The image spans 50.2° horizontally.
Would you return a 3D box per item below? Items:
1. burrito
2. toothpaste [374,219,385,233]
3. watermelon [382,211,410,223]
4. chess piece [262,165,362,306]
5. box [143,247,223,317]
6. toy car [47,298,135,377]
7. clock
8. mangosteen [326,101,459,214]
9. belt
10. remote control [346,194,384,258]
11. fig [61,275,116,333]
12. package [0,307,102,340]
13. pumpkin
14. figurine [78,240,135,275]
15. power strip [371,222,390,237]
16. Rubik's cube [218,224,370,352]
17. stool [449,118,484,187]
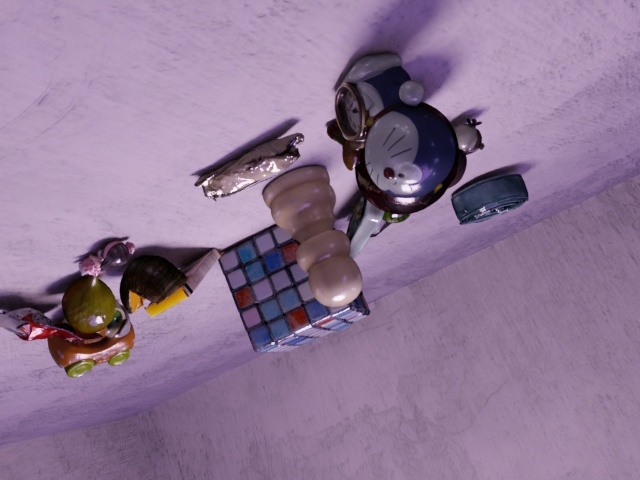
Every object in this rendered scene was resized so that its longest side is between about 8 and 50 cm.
[{"bbox_3d":[-0.128,-0.139,1.290,0.229,0.063,0.058,-24,175,13],"label":"burrito"},{"bbox_3d":[0.208,-0.080,2.023,0.282,0.069,0.099,-27,-162,-21],"label":"toothpaste"},{"bbox_3d":[0.202,-0.093,1.872,0.109,0.109,0.109,-21,165,-6],"label":"watermelon"},{"bbox_3d":[0.000,0.000,1.505,0.167,0.300,0.167,-23,165,-7],"label":"chess piece"},{"bbox_3d":[-0.333,0.096,1.695,0.129,0.033,0.247,-29,-165,22],"label":"box"},{"bbox_3d":[-0.592,0.231,1.807,0.235,0.145,0.235,-29,153,-16],"label":"toy car"},{"bbox_3d":[0.127,-0.188,1.145,0.146,0.243,0.199,-17,162,-28],"label":"clock"},{"bbox_3d":[0.137,-0.171,1.330,0.265,0.228,0.228,18,158,-4],"label":"mangosteen"},{"bbox_3d":[0.551,-0.139,2.200,0.267,0.116,0.206,-13,166,-23],"label":"belt"},{"bbox_3d":[0.115,-0.058,1.807,0.056,0.140,0.296,17,157,-5],"label":"remote control"},{"bbox_3d":[-0.509,0.110,1.550,0.124,0.124,0.236,-8,141,-44],"label":"fig"},{"bbox_3d":[-0.648,0.197,1.570,0.194,0.071,0.269,20,168,15],"label":"package"},{"bbox_3d":[-0.408,0.094,1.596,0.183,0.108,0.119,-25,-158,38],"label":"pumpkin"},{"bbox_3d":[-0.456,0.043,1.462,0.129,0.054,0.072,-28,169,28],"label":"figurine"},{"bbox_3d":[0.184,-0.042,2.158,0.038,0.029,0.111,-13,162,-34],"label":"power strip"},{"bbox_3d":[-0.065,0.124,1.868,0.291,0.287,0.293,-27,166,11],"label":"Rubik's cube"},{"bbox_3d":[0.289,-0.200,1.590,0.217,0.125,0.121,-39,158,22],"label":"stool"}]
